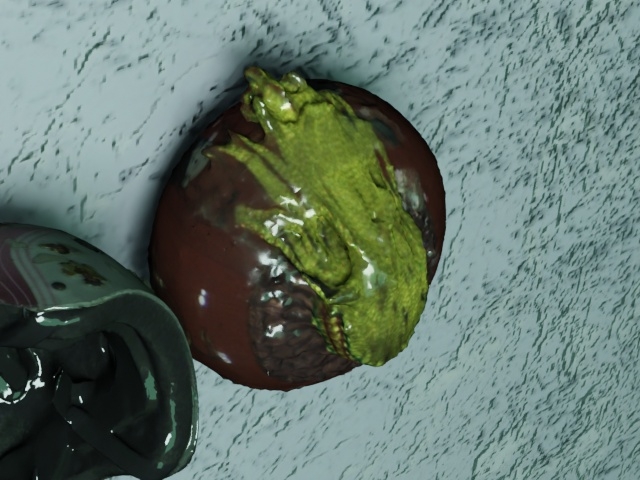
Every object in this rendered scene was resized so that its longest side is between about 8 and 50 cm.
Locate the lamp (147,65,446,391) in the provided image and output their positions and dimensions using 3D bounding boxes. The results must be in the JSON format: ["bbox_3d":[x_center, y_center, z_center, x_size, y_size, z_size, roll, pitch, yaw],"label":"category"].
[{"bbox_3d":[-0.002,0.004,0.895,0.157,0.135,0.156,9,112,-52],"label":"lamp"}]

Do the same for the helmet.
[{"bbox_3d":[-0.149,0.058,0.811,0.177,0.107,0.153,-28,143,-2],"label":"helmet"}]
